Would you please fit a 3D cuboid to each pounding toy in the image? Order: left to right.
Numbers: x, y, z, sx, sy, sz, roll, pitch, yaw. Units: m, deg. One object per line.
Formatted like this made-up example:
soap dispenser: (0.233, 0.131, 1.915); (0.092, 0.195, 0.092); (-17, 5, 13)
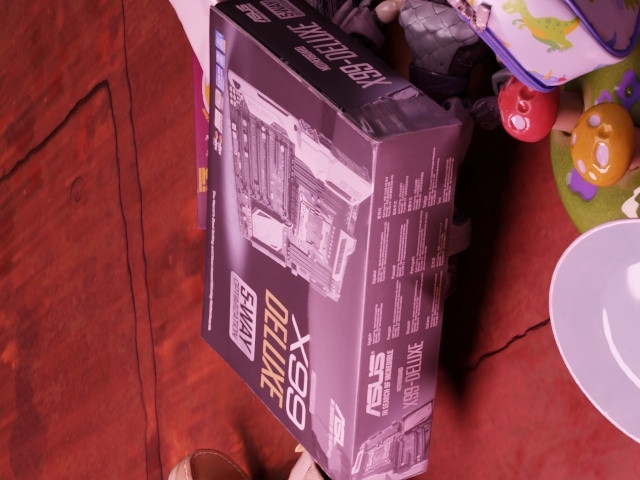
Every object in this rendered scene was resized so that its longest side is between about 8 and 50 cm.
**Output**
pounding toy: (0.190, -0.047, 1.309); (0.183, 0.110, 0.237); (-18, 70, 57)

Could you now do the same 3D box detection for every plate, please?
plate: (0.230, 0.063, 1.233); (0.188, 0.024, 0.188); (24, 135, 27)

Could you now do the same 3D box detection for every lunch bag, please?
lunch bag: (0.150, -0.216, 1.285); (0.090, 0.176, 0.219); (-21, 36, 41)

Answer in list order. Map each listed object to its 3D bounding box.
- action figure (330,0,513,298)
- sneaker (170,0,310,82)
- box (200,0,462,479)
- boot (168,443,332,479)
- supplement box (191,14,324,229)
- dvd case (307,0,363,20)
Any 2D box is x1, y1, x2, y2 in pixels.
action figure: (0.086, -0.101, 1.488); (0.185, 0.099, 0.285); (25, 116, 38)
sneaker: (-0.061, -0.181, 1.623); (0.123, 0.106, 0.290); (33, 144, 66)
box: (0.000, 0.000, 1.481); (0.242, 0.076, 0.307); (44, 140, 46)
boot: (-0.029, 0.222, 1.644); (0.262, 0.095, 0.203); (58, 134, 43)
supplement box: (-0.053, -0.102, 1.724); (0.104, 0.080, 0.188); (0, 92, 57)
dvd case: (-0.029, -0.231, 1.785); (0.221, 0.018, 0.165); (-30, 62, 53)
